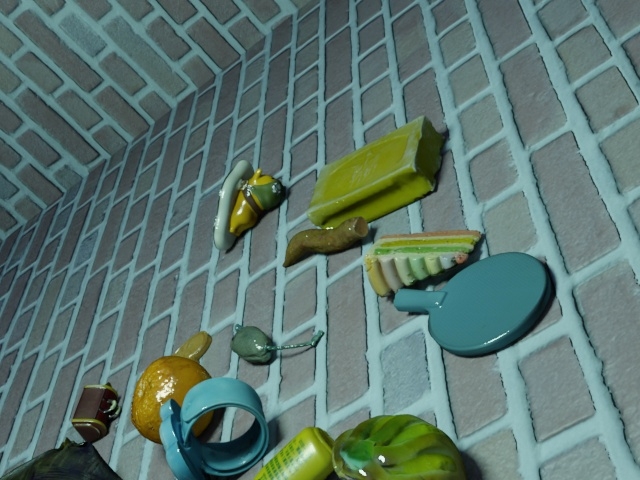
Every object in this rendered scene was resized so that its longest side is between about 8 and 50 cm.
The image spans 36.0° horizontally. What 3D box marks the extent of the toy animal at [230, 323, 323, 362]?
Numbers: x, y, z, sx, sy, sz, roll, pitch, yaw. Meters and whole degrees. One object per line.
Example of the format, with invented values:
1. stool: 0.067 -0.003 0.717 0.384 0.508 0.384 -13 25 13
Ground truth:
1. toy animal: -0.109 0.215 2.055 0.252 0.070 0.079 -7 61 47

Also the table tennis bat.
1. table tennis bat: 0.258 0.107 1.718 0.329 0.044 0.215 -4 48 50

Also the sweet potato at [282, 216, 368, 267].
1. sweet potato: 0.000 0.000 2.202 0.281 0.067 0.059 -14 32 47

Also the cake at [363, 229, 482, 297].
1. cake: 0.186 0.023 1.868 0.225 0.090 0.109 -22 17 34

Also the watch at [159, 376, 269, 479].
1. watch: -0.192 0.364 1.854 0.193 0.211 0.211 -28 28 1

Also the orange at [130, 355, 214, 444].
1. orange: -0.301 0.334 2.051 0.193 0.161 0.193 -35 38 33

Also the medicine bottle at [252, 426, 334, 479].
1. medicine bottle: -0.097 0.446 1.692 0.309 0.076 0.111 -43 24 3

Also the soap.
1. soap: 0.122 -0.140 2.207 0.315 0.091 0.199 -23 33 36

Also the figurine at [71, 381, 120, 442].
1. figurine: -0.526 0.400 2.372 0.098 0.082 0.154 -16 36 22

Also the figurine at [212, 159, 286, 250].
1. figurine: -0.173 -0.082 2.554 0.141 0.166 0.250 12 82 18

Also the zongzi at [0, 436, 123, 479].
1. zongzi: -0.649 0.631 1.993 0.403 0.208 0.432 -32 14 24

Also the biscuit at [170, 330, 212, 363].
1. biscuit: -0.310 0.271 2.302 0.140 0.023 0.118 -45 26 -1

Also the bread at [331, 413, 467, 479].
1. bread: 0.119 0.329 1.472 0.260 0.158 0.156 4 50 54
